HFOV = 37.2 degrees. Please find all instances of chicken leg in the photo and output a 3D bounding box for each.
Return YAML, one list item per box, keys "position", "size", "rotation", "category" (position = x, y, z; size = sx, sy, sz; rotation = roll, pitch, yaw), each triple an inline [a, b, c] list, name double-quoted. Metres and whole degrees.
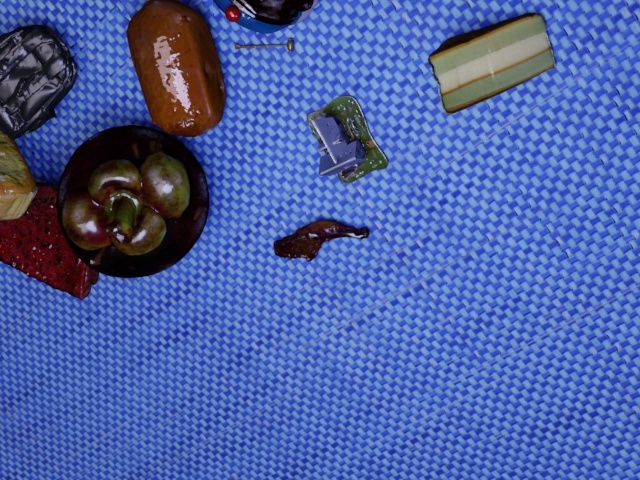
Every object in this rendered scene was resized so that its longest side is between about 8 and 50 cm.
- position: [-0.005, -0.004, 1.946]
  size: [0.205, 0.053, 0.093]
  rotation: [-18, 130, 31]
  category: "chicken leg"

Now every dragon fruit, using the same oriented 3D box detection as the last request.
- position: [-0.568, -0.021, 2.073]
  size: [0.317, 0.152, 0.205]
  rotation: [25, 101, 22]
  category: "dragon fruit"

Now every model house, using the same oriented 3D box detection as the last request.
- position: [0.040, -0.180, 1.827]
  size: [0.117, 0.088, 0.167]
  rotation: [-20, 106, 25]
  category: "model house"

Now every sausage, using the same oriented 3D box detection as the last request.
- position: [-0.274, -0.330, 1.822]
  size: [0.141, 0.153, 0.268]
  rotation: [-7, 110, 20]
  category: "sausage"

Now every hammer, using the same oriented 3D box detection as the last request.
- position: [-0.108, -0.374, 1.831]
  size: [0.123, 0.014, 0.029]
  rotation: [3, 105, 19]
  category: "hammer"

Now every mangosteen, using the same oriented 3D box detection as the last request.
- position: [-0.368, -0.071, 1.860]
  size: [0.306, 0.347, 0.307]
  rotation: [-1, 96, -5]
  category: "mangosteen"

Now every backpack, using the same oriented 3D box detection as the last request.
- position: [-0.610, -0.333, 1.951]
  size: [0.258, 0.133, 0.206]
  rotation: [-37, 102, 21]
  category: "backpack"

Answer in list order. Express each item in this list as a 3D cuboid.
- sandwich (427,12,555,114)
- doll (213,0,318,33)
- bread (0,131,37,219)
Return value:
- position: [0.301, -0.308, 1.657]
  size: [0.187, 0.144, 0.117]
  rotation: [-13, 111, 23]
  category: "sandwich"
- position: [-0.063, -0.516, 1.633]
  size: [0.284, 0.240, 0.310]
  rotation: [30, 125, -14]
  category: "doll"
- position: [-0.704, -0.160, 1.980]
  size: [0.288, 0.152, 0.119]
  rotation: [53, 128, 33]
  category: "bread"
